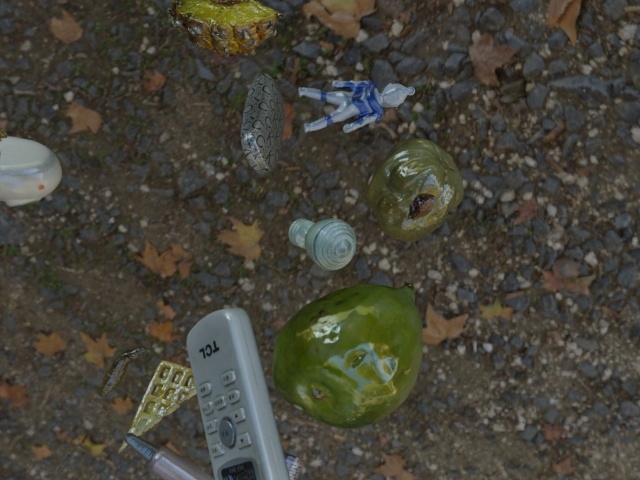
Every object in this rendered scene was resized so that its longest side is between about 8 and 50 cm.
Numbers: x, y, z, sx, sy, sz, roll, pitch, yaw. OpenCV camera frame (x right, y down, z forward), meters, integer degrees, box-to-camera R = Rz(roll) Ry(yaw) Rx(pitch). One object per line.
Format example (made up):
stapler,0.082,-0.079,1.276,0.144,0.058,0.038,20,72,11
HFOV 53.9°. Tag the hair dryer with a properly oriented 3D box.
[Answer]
hair dryer,-0.151,0.321,0.757,0.221,0.195,0.054,27,162,-16

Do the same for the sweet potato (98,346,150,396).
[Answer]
sweet potato,-0.407,0.261,1.281,0.041,0.038,0.153,42,103,-9

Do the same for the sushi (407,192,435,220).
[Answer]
sushi,0.250,-0.088,1.577,0.047,0.050,0.099,-3,139,-28

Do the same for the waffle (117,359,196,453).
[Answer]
waffle,-0.295,0.333,1.213,0.125,0.190,0.032,14,153,10

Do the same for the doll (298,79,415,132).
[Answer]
doll,0.075,-0.265,1.231,0.228,0.113,0.057,-10,162,-1

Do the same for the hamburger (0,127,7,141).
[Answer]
hamburger,-0.625,-0.156,1.080,0.147,0.138,0.083,-26,80,26

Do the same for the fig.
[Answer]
fig,0.063,0.149,1.040,0.233,0.314,0.233,22,154,11

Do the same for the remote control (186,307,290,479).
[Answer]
remote control,-0.073,0.155,0.548,0.087,0.029,0.189,-32,66,44

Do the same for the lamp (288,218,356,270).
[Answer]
lamp,0.000,0.000,1.319,0.193,0.106,0.106,18,139,57

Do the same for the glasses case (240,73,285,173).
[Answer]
glasses case,-0.157,-0.329,1.752,0.085,0.354,0.137,-13,134,18

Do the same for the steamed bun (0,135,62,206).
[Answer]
steamed bun,-0.729,-0.159,1.498,0.228,0.177,0.130,11,127,5

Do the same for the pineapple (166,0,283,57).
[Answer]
pineapple,-0.258,-0.500,1.498,0.335,0.161,0.158,29,152,17

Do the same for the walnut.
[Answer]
walnut,0.278,-0.150,1.861,0.276,0.253,0.282,-56,51,34
